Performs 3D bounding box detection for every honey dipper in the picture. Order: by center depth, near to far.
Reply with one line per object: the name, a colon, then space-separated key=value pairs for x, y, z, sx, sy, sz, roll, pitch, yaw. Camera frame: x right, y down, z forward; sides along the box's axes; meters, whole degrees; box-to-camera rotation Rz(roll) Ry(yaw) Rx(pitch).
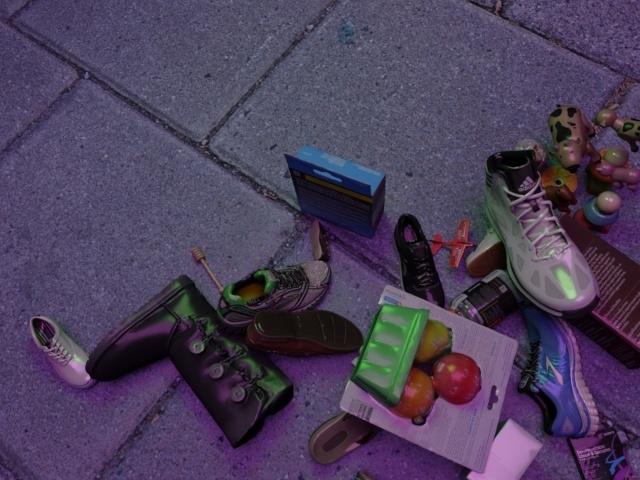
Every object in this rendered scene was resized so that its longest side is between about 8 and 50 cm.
honey dipper: x=-0.321 y=0.087 z=1.553 sx=0.030 sy=0.030 sz=0.161 roll=-36 pitch=73 yaw=-9

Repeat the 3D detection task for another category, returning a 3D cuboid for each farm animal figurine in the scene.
farm animal figurine: x=0.684 y=-0.250 z=1.399 sx=0.330 sy=0.172 sz=0.327 roll=-38 pitch=38 yaw=25

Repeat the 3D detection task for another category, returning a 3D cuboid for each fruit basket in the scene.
fruit basket: x=0.258 y=0.314 z=1.259 sx=0.352 sy=0.165 sz=0.327 roll=25 pitch=66 yaw=-2

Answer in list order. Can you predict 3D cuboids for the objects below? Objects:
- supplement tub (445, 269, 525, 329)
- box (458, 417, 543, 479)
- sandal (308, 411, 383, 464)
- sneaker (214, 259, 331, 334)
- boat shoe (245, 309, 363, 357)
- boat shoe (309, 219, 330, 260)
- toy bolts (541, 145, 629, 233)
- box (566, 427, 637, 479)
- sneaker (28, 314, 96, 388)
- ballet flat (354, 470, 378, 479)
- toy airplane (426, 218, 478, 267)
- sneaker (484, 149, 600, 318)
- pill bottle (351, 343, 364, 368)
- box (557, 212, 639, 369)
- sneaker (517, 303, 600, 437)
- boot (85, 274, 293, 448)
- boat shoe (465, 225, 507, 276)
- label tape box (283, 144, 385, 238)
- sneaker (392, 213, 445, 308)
supplement tub: x=0.422 y=0.170 z=1.397 sx=0.190 sy=0.117 sz=0.117 roll=-32 pitch=68 yaw=-9
box: x=0.416 y=0.514 z=1.248 sx=0.091 sy=0.130 sz=0.170 roll=39 pitch=77 yaw=19
sandal: x=0.106 y=0.446 z=1.313 sx=0.302 sy=0.086 sz=0.120 roll=-41 pitch=95 yaw=-7
sneaker: x=-0.108 y=0.131 z=1.418 sx=0.343 sy=0.146 sz=0.134 roll=-22 pitch=62 yaw=-31
boat shoe: x=-0.043 y=0.248 z=1.401 sx=0.307 sy=0.104 sz=0.111 roll=13 pitch=46 yaw=-19
boat shoe: x=-0.001 y=0.001 z=1.551 sx=0.042 sy=0.049 sz=0.133 roll=11 pitch=52 yaw=-29
toy bolts: x=0.740 y=-0.147 z=1.475 sx=0.218 sy=0.158 sz=0.229 roll=1 pitch=68 yaw=6
box: x=0.671 y=0.538 z=1.269 sx=0.116 sy=0.029 sz=0.162 roll=-14 pitch=66 yaw=-1
sneaker: x=-0.713 y=0.305 z=1.464 sx=0.258 sy=0.091 sz=0.094 roll=37 pitch=76 yaw=18
ballet flat: x=0.195 y=0.664 z=1.237 sx=0.106 sy=0.107 sz=0.316 roll=-22 pitch=71 yaw=-26
toy airplane: x=0.365 y=0.011 z=1.495 sx=0.151 sy=0.028 sz=0.151 roll=-15 pitch=56 yaw=23
sneaker: x=0.488 y=-0.041 z=1.265 sx=0.169 sy=0.257 sz=0.448 roll=-26 pitch=46 yaw=10
pill bottle: x=0.158 y=0.285 z=1.391 sx=0.160 sy=0.087 sz=0.087 roll=-41 pitch=70 yaw=-11
box: x=0.710 y=0.129 z=1.378 sx=0.381 sy=0.143 sz=0.191 roll=42 pitch=78 yaw=18
sneaker: x=0.556 y=0.316 z=1.319 sx=0.147 sy=0.130 sz=0.330 roll=-10 pitch=67 yaw=-1
boot: x=-0.338 y=0.359 z=1.391 sx=0.445 sy=0.146 sz=0.367 roll=43 pitch=79 yaw=15
boat shoe: x=0.506 y=-0.007 z=1.484 sx=0.277 sy=0.098 sz=0.096 roll=-36 pitch=38 yaw=0
label tape box: x=0.050 y=-0.151 z=1.448 sx=0.240 sy=0.334 sz=0.106 roll=22 pitch=71 yaw=13
sneaker: x=0.260 y=0.062 z=1.453 sx=0.107 sy=0.124 sz=0.283 roll=-17 pitch=67 yaw=-1
